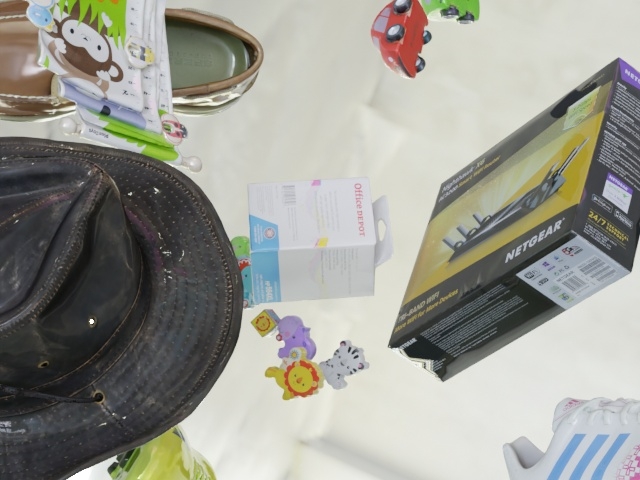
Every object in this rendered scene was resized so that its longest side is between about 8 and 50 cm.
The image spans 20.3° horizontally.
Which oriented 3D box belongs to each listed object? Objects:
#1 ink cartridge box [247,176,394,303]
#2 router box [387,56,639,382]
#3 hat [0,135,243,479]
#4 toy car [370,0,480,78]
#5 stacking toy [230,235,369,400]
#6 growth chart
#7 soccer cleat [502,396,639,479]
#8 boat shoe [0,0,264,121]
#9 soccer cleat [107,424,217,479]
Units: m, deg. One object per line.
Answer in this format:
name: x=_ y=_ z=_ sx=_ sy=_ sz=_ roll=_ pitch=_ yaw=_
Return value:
ink cartridge box: x=0.000 y=0.000 z=1.811 sx=0.090 sy=0.143 sz=0.092 roll=90 pitch=177 yaw=-51
router box: x=0.214 y=-0.017 z=1.848 sx=0.309 sy=0.081 sz=0.243 roll=-37 pitch=25 yaw=47
hat: x=-0.218 y=0.015 z=1.263 sx=0.134 sy=0.331 sz=0.331 roll=95 pitch=-159 yaw=-55
toy car: x=0.113 y=-0.286 z=2.040 sx=0.225 sy=0.053 sz=0.239 roll=9 pitch=-105 yaw=-59
stacking toy: x=-0.050 y=0.073 z=1.888 sx=0.052 sy=0.221 sz=0.167 roll=-43 pitch=-14 yaw=14
growth chart: x=-0.189 y=-0.178 z=1.578 sx=0.172 sy=0.021 sz=0.237 roll=10 pitch=-118 yaw=-42
soccer cleat: x=0.341 y=0.224 z=2.023 sx=0.331 sy=0.143 sz=0.116 roll=-31 pitch=-17 yaw=33
boat shoe: x=-0.206 y=-0.181 z=1.708 sx=0.120 sy=0.324 sz=0.122 roll=167 pitch=98 yaw=-66
soccer cleat: x=-0.122 y=0.217 z=1.569 sx=0.093 sy=0.121 sz=0.289 roll=-56 pitch=-5 yaw=-11
